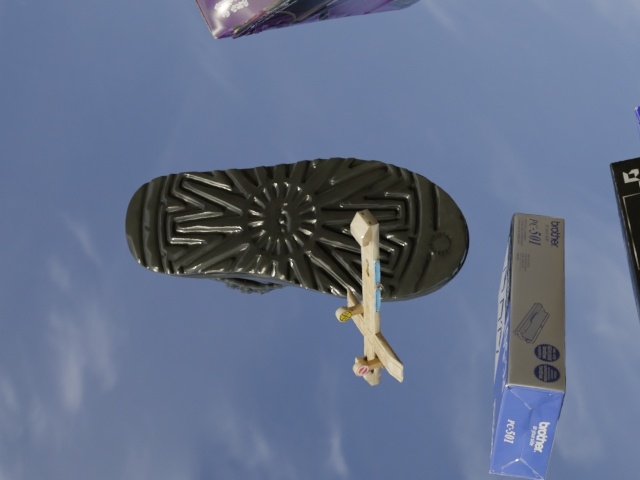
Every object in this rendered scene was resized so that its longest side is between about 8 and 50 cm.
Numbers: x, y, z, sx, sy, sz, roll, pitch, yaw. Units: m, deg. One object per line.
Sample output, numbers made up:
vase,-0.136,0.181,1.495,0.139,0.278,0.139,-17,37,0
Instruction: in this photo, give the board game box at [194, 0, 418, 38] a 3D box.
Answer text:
board game box,0.130,-0.180,0.477,0.056,0.347,0.208,62,-152,-5

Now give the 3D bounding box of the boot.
boot,0.000,-0.004,1.285,0.348,0.260,0.131,6,-95,18

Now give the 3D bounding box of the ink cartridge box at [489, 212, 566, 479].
ink cartridge box,0.165,0.078,0.992,0.046,0.097,0.207,7,-141,5

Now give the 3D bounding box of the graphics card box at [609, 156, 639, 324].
graphics card box,0.368,0.119,1.231,0.094,0.232,0.371,-13,-132,13

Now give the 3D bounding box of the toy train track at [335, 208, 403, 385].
toy train track,0.015,0.025,0.479,0.014,0.083,0.048,-18,-138,-17

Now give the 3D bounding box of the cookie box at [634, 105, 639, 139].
cookie box,0.223,-0.044,0.674,0.092,0.107,0.040,-18,-121,11
